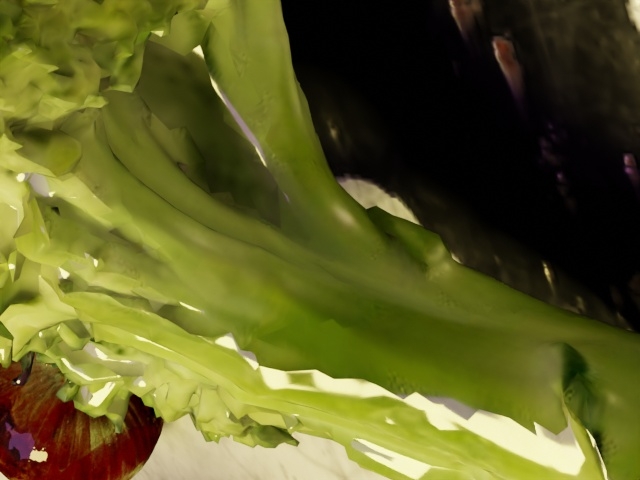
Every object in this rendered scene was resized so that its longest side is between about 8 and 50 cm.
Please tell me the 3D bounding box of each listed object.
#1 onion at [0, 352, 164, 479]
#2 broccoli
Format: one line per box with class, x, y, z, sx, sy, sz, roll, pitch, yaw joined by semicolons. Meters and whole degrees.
onion;-0.157;0.104;0.980;0.117;0.118;0.119;32;142;23
broccoli;-0.024;-0.010;0.596;0.353;0.275;0.397;22;-177;-45
